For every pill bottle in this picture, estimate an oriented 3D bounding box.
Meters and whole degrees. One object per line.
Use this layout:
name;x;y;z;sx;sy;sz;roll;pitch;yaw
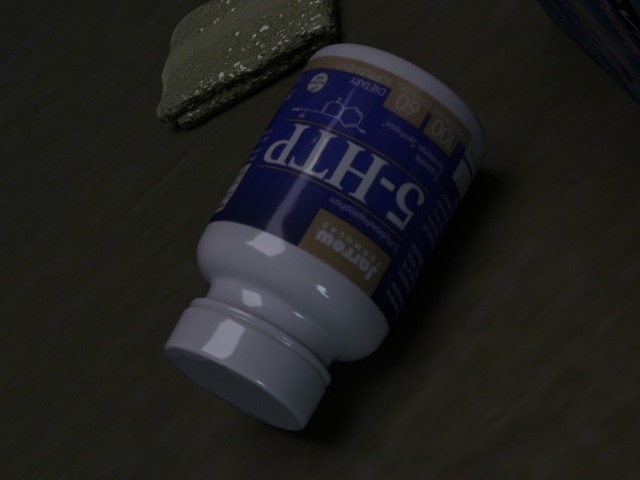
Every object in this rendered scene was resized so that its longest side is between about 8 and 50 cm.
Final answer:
pill bottle;0.000;0.000;0.808;0.112;0.112;0.187;9;63;47

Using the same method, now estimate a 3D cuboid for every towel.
towel;-0.051;-0.144;1.061;0.148;0.027;0.110;-25;42;25

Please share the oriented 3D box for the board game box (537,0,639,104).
board game box;0.142;-0.133;0.682;0.079;0.254;0.336;-40;37;8
